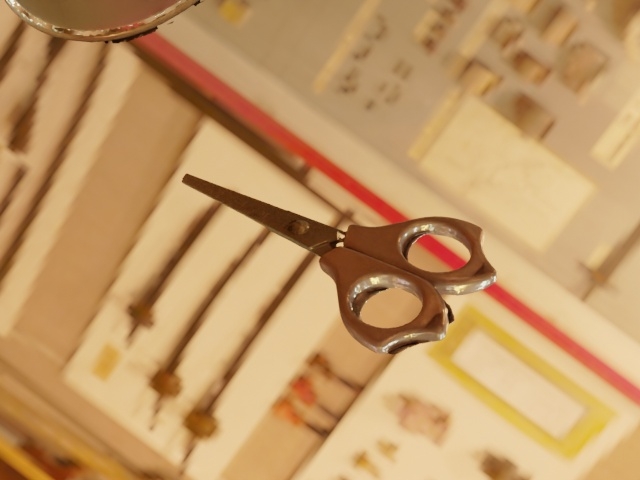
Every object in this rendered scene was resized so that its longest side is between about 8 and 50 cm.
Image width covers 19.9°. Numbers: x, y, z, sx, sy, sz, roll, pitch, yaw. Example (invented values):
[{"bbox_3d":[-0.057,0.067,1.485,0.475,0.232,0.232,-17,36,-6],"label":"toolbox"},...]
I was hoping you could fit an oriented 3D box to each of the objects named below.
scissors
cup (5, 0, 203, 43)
[{"bbox_3d":[0.000,0.000,0.971,0.100,0.189,0.015,-46,145,-34],"label":"scissors"},{"bbox_3d":[-0.207,-0.340,1.523,0.253,0.274,0.253,-23,143,-19],"label":"cup"}]
